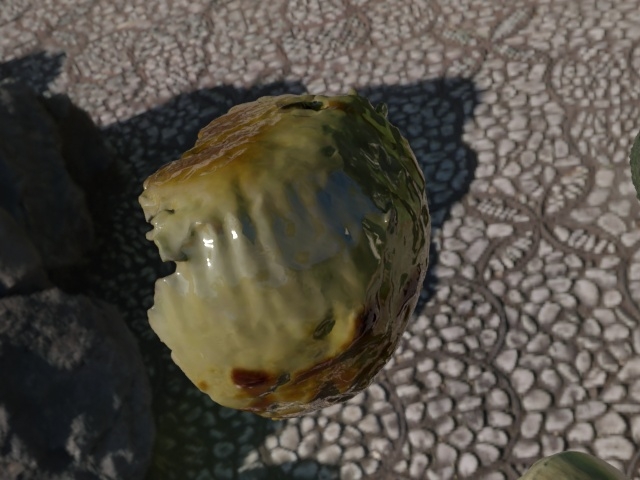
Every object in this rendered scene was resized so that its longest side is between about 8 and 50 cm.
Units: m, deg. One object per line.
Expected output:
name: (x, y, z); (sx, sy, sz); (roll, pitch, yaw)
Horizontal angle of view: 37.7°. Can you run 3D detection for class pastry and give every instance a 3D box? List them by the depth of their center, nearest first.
pastry: (0.000, 0.009, 0.716); (0.170, 0.237, 0.256); (-18, 22, 35)

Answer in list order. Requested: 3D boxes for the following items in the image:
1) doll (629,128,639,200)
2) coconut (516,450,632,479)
doll: (0.506, -0.180, 1.123); (0.247, 0.247, 0.350); (31, 86, 40)
coconut: (0.293, 0.353, 1.081); (0.224, 0.224, 0.224); (-10, 43, 9)
